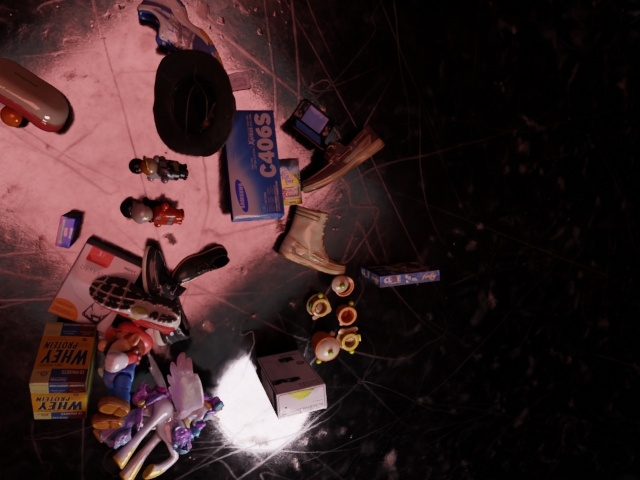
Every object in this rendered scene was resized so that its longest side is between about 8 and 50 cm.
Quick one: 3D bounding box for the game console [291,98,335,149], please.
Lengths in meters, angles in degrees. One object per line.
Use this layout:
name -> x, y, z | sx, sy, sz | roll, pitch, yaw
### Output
game console -> -0.021, -0.394, 1.556 | 0.144, 0.085, 0.124 | 34, 87, -22

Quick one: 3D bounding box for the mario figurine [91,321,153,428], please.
mario figurine -> -0.602, 0.364, 1.321 | 0.198, 0.320, 0.170 | -26, 128, 10

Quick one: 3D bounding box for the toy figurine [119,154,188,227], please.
toy figurine -> -0.496, -0.149, 1.362 | 0.148, 0.213, 0.209 | 3, 99, -34

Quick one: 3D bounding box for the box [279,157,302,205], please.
box -> -0.183, -0.191, 1.556 | 0.233, 0.044, 0.159 | -8, 101, -18

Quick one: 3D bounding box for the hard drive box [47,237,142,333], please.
hard drive box -> -0.685, 0.138, 1.412 | 0.181, 0.089, 0.232 | 29, 89, -22

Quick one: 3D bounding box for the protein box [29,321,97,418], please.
protein box -> -0.738, 0.378, 1.336 | 0.136, 0.201, 0.199 | 6, 131, -21

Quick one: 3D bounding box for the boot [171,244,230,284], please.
boot -> -0.387, 0.085, 1.483 | 0.198, 0.137, 0.076 | -35, 109, -10

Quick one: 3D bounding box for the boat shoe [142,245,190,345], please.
boat shoe -> -0.479, 0.176, 1.458 | 0.113, 0.127, 0.339 | -3, 104, 2

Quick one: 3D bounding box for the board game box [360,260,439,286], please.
board game box -> 0.295, 0.123, 1.718 | 0.244, 0.165, 0.042 | -4, 101, -19

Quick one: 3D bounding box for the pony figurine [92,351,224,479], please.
pony figurine -> -0.488, 0.527, 1.425 | 0.364, 0.303, 0.350 | -35, 117, -37

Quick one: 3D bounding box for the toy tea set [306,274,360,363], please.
toy tea set -> 0.057, 0.290, 1.674 | 0.200, 0.124, 0.335 | -12, 108, -17

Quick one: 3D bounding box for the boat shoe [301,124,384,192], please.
boat shoe -> 0.060, -0.288, 1.596 | 0.342, 0.123, 0.123 | -35, 96, -11

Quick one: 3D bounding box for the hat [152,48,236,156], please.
hat -> -0.348, -0.407, 1.377 | 0.134, 0.332, 0.330 | -24, 112, -56

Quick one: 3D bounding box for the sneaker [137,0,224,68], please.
sneaker -> -0.413, -0.591, 1.363 | 0.131, 0.112, 0.296 | -41, 96, -15

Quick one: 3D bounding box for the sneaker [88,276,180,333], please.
sneaker -> -0.553, 0.205, 1.359 | 0.279, 0.107, 0.118 | 25, 135, -2

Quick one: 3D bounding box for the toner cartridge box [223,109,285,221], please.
toner cartridge box -> -0.217, -0.238, 1.465 | 0.166, 0.075, 0.347 | -6, 84, -16

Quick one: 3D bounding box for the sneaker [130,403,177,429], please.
sneaker -> -0.538, 0.588, 1.554 | 0.234, 0.078, 0.106 | 33, 84, -25

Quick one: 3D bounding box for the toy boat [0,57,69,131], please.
toy boat -> -0.825, -0.375, 1.262 | 0.231, 0.151, 0.151 | 34, 118, -21

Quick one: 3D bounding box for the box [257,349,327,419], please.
box -> -0.104, 0.482, 1.572 | 0.169, 0.290, 0.087 | -6, 102, -18

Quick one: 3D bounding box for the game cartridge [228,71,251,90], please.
game cartridge -> -0.269, -0.513, 1.484 | 0.084, 0.017, 0.055 | -15, 108, -17

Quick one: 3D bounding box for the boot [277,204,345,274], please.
boot -> 0.000, 0.000, 1.633 | 0.262, 0.095, 0.203 | 20, 91, -19

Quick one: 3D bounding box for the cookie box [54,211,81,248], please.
cookie box -> -0.740, -0.032, 1.351 | 0.040, 0.107, 0.091 | 13, 95, -21
